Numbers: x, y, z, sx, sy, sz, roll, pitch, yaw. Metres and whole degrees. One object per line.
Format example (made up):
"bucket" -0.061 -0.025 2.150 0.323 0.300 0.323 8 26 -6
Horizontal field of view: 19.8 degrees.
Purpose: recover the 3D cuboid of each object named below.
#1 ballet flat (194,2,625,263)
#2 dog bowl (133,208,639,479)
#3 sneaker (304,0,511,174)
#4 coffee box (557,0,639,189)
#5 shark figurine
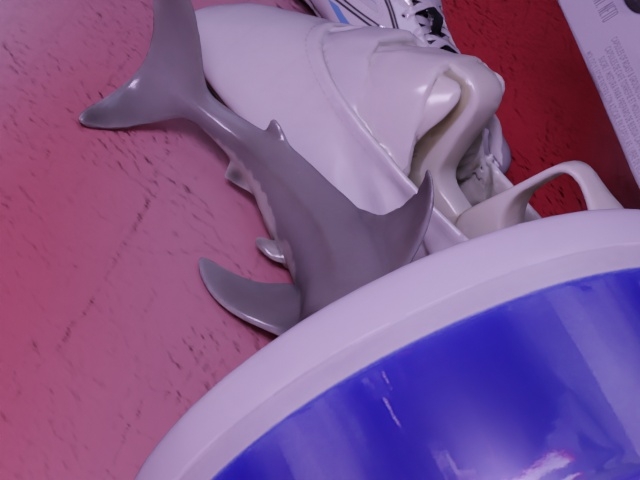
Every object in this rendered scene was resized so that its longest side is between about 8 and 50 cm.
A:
"ballet flat" 0.088 -0.023 1.040 0.400 0.139 0.139 49 32 15
"dog bowl" 0.063 0.109 0.709 0.265 0.265 0.104 4 48 -45
"sneaker" 0.053 -0.135 1.192 0.085 0.086 0.237 -3 53 -52
"coffee box" 0.380 -0.079 1.128 0.338 0.334 0.337 48 20 -41
"shark figurine" 0.002 -0.017 0.959 0.166 0.116 0.278 6 46 -45
